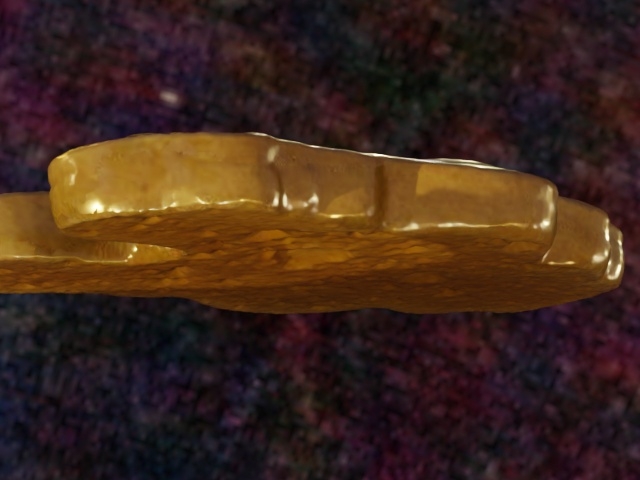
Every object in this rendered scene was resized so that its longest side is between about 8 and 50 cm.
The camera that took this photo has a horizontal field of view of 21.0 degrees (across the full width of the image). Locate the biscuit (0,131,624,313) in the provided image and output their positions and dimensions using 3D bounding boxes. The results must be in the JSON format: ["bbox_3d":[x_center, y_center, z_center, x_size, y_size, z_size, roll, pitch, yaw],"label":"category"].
[{"bbox_3d":[0.000,-0.004,0.708,0.295,0.044,0.186,7,-13,-41],"label":"biscuit"}]
